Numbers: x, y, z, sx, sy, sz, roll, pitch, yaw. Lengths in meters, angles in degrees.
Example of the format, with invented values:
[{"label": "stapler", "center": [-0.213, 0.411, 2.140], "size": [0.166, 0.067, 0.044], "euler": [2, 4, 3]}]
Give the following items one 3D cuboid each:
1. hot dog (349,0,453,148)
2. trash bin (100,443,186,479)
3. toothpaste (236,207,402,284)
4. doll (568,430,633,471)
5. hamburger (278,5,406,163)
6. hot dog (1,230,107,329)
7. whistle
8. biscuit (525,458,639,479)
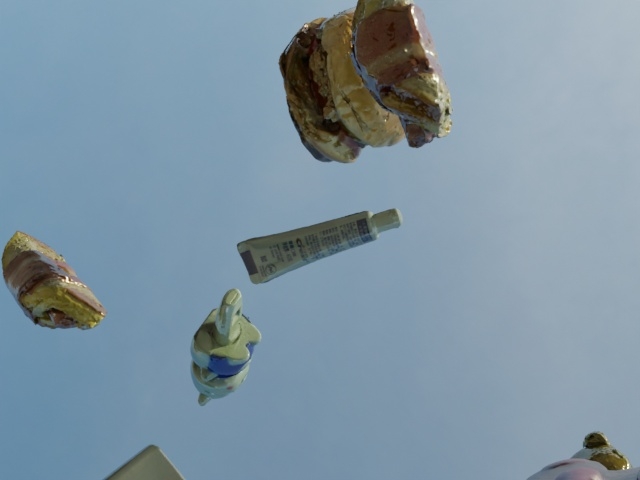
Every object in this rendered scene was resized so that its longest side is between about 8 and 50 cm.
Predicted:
[{"label": "hot dog", "center": [0.097, -0.216, 1.211], "size": [0.103, 0.146, 0.213], "euler": [-19, -106, 14]}, {"label": "trash bin", "center": [-0.260, 0.398, 1.268], "size": [0.101, 0.177, 0.236], "euler": [-43, 176, 38]}, {"label": "toothpaste", "center": [0.000, 0.000, 1.232], "size": [0.216, 0.062, 0.037], "euler": [-18, -171, 14]}, {"label": "doll", "center": [0.313, 0.342, 1.221], "size": [0.210, 0.097, 0.137], "euler": [-62, -153, 22]}, {"label": "hamburger", "center": [0.055, -0.244, 1.496], "size": [0.163, 0.244, 0.245], "euler": [-8, -127, 30]}, {"label": "hot dog", "center": [-0.415, 0.078, 1.471], "size": [0.093, 0.123, 0.261], "euler": [-53, -138, -2]}, {"label": "whistle", "center": [-0.142, 0.161, 1.443], "size": [0.092, 0.244, 0.110], "euler": [27, -134, 9]}, {"label": "biscuit", "center": [0.178, 0.235, 0.818], "size": [0.431, 0.283, 0.064], "euler": [-18, -91, 17]}]
